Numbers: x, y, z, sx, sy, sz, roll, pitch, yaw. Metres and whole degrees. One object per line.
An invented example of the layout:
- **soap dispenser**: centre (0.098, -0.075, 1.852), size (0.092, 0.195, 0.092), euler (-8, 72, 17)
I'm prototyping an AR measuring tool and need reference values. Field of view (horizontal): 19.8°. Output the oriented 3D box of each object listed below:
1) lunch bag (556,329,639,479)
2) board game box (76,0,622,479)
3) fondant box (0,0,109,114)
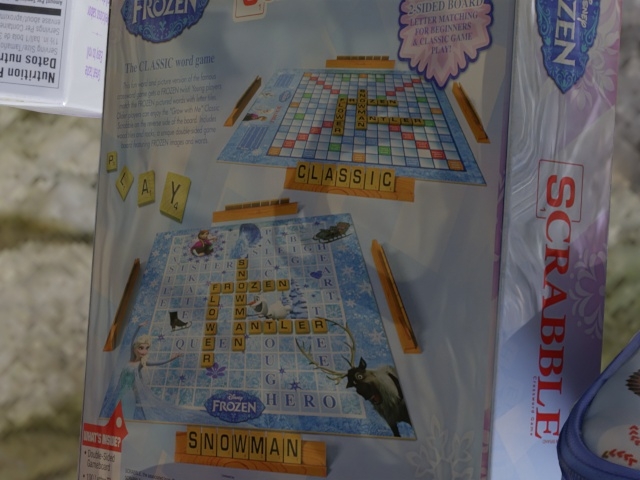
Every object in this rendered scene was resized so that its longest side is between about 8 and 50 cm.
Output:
- **lunch bag**: centre (0.238, 0.085, 0.701), size (0.243, 0.303, 0.115), euler (6, 111, 28)
- **board game box**: centre (0.000, 0.000, 0.860), size (0.066, 0.318, 0.318), euler (5, 178, -38)
- **fondant box**: centre (-0.177, -0.254, 1.268), size (0.096, 0.330, 0.238), euler (7, -178, 5)
